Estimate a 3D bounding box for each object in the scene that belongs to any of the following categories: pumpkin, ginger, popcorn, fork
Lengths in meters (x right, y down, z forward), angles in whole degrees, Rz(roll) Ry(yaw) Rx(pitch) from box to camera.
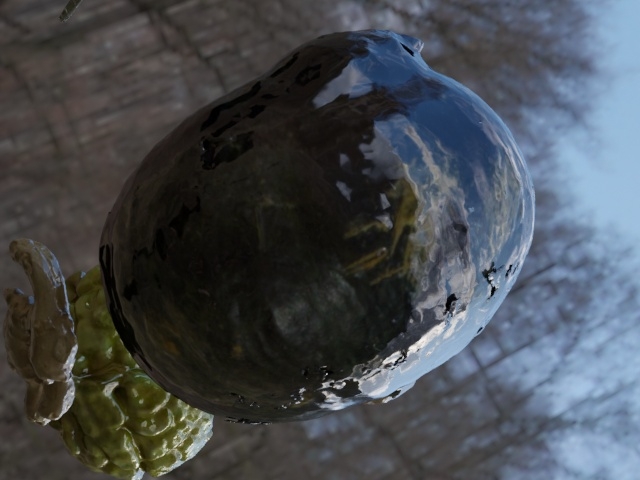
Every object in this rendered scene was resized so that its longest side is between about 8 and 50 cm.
[{"bbox_3d":[0.000,0.000,1.711,0.344,0.454,0.454,59,-29,3],"label":"pumpkin"},{"bbox_3d":[-0.293,0.126,1.804,0.258,0.065,0.149,101,-28,-45],"label":"ginger"},{"bbox_3d":[-0.232,0.158,2.098,0.258,0.224,0.270,-121,-146,-52],"label":"popcorn"},{"bbox_3d":[-0.181,-0.217,1.399,0.115,0.012,0.016,-47,-118,33],"label":"fork"}]
